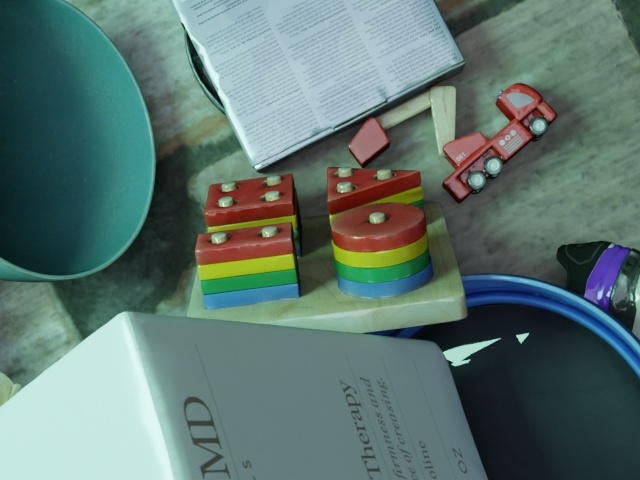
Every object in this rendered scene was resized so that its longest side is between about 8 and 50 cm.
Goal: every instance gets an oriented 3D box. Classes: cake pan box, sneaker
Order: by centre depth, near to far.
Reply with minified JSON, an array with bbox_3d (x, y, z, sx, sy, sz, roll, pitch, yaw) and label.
[{"bbox_3d":[0.256,0.138,1.306,0.146,0.102,0.293,16,93,18],"label":"sneaker"},{"bbox_3d":[-0.015,-0.232,1.346,0.266,0.070,0.246,-28,84,1],"label":"cake pan box"}]

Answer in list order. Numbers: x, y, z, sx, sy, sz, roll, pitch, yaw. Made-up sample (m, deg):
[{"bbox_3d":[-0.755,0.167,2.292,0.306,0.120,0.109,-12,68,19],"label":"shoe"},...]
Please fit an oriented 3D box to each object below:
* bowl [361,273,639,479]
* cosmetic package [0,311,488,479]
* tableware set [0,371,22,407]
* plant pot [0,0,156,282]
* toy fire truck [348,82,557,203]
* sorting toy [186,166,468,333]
[{"bbox_3d":[0.175,0.226,1.245,0.391,0.077,0.391,0,90,26],"label":"bowl"},{"bbox_3d":[-0.074,0.287,1.071,0.327,0.393,0.329,-36,62,32],"label":"cosmetic package"},{"bbox_3d":[-0.382,0.167,1.220,0.168,0.020,0.141,38,84,-29],"label":"tableware set"},{"bbox_3d":[-0.338,-0.088,1.274,0.195,0.290,0.290,-13,86,37],"label":"plant pot"},{"bbox_3d":[0.139,-0.116,1.342,0.192,0.047,0.135,-41,85,0],"label":"toy fire truck"},{"bbox_3d":[0.000,0.000,1.231,0.255,0.257,0.089,-7,111,2],"label":"sorting toy"}]
